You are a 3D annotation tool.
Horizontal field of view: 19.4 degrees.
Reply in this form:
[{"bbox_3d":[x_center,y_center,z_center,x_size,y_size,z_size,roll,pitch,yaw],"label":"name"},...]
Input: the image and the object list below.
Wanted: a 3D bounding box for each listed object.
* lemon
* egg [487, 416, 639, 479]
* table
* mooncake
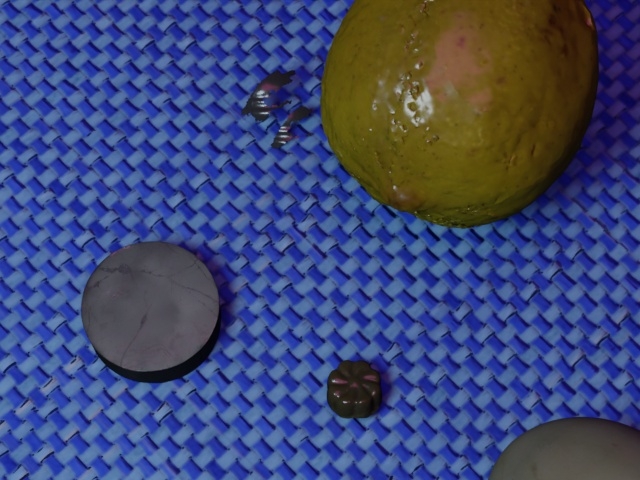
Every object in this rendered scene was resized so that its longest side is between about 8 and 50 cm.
[{"bbox_3d":[0.137,-0.158,1.785,0.257,0.258,0.310,19,77,9],"label":"lemon"},{"bbox_3d":[0.255,0.261,1.652,0.186,0.186,0.241,-43,65,-14],"label":"egg"},{"bbox_3d":[-0.163,0.070,1.818,0.133,0.043,0.134,0,68,1],"label":"table"},{"bbox_3d":[-0.003,0.005,1.839,0.150,0.057,0.347,-27,76,-22],"label":"mooncake"}]
